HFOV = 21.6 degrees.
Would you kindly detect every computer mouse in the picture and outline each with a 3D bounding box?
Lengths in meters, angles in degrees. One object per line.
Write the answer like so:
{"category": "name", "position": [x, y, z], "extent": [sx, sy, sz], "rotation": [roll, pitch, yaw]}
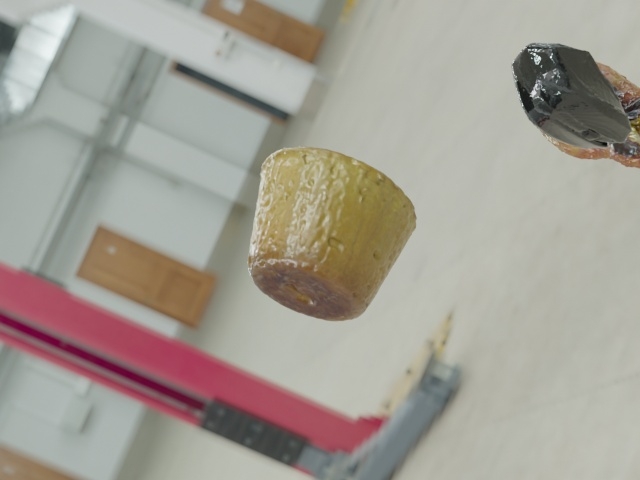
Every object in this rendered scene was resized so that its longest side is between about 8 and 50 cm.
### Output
{"category": "computer mouse", "position": [0.271, -0.147, 1.818], "extent": [0.099, 0.172, 0.057], "rotation": [-22, 38, 38]}

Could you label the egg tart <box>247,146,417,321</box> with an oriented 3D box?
{"category": "egg tart", "position": [0.000, 0.000, 1.973], "extent": [0.202, 0.202, 0.147], "rotation": [127, 166, -66]}

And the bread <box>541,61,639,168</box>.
{"category": "bread", "position": [0.397, -0.174, 2.337], "extent": [0.269, 0.095, 0.139], "rotation": [25, 94, 49]}
